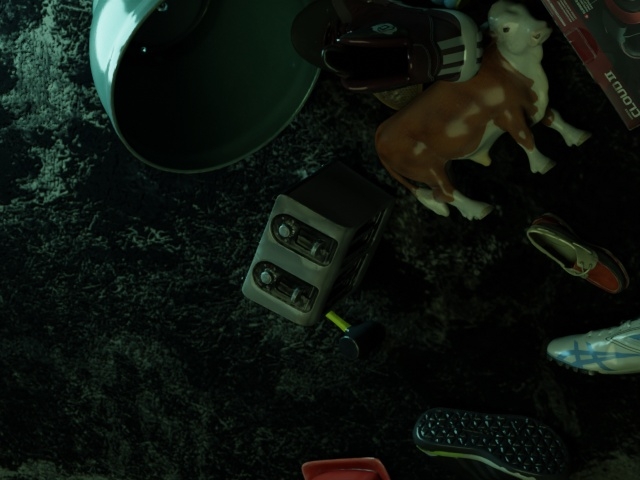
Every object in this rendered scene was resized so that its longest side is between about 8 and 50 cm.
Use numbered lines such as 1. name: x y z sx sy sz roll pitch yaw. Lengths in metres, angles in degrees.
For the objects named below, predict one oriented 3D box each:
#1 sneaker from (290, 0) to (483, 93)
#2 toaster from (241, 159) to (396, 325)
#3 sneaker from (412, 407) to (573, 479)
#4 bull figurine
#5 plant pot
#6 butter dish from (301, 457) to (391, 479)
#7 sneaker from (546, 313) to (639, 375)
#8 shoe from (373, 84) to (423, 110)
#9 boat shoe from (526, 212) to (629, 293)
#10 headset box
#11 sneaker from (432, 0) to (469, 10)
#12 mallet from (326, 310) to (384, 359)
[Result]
1. sneaker: 0.033 -0.225 1.848 0.281 0.162 0.107 10 111 43
2. toaster: 0.000 0.000 2.111 0.110 0.185 0.168 32 122 14
3. sneaker: 0.233 0.282 2.175 0.234 0.084 0.097 14 146 31
4. bull figurine: 0.195 -0.147 1.920 0.188 0.101 0.310 52 133 0
5. plant pot: -0.168 -0.257 2.032 0.196 0.293 0.293 48 139 40
6. butter dish: 0.033 0.405 2.347 0.160 0.118 0.160 -10 110 39
7. sneaker: 0.378 0.122 1.966 0.237 0.085 0.086 -4 86 42
8. shoe: 0.063 -0.260 1.992 0.076 0.058 0.219 -27 102 22
9. boat shoe: 0.310 0.021 1.973 0.137 0.043 0.049 40 130 10
10. headset box: 0.370 -0.270 1.714 0.293 0.110 0.218 -32 94 43
11. sneaker: 0.148 -0.398 1.800 0.208 0.127 0.319 30 139 21
12. mallet: 0.009 0.090 2.246 0.189 0.062 0.039 44 133 28
